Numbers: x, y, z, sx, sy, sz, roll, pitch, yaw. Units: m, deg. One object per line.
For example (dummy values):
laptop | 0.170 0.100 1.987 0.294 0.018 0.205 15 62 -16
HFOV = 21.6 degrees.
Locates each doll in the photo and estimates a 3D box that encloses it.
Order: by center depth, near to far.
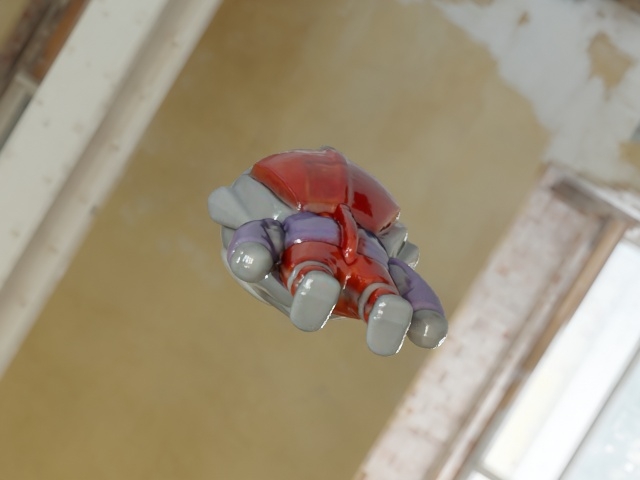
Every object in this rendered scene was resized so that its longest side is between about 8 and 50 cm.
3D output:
doll | 0.000 0.000 0.754 0.102 0.075 0.227 20 -170 -13
